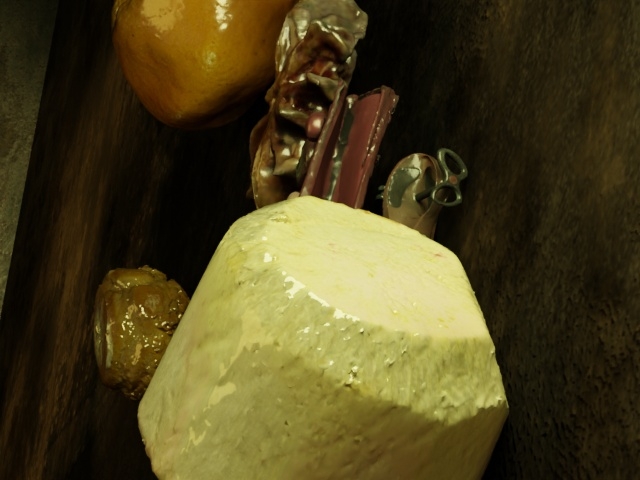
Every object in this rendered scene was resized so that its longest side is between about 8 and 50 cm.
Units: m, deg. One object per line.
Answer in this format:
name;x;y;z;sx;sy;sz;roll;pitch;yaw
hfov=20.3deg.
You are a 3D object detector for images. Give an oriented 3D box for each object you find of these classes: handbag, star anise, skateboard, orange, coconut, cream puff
handbag;-0.003;0.000;1.445;0.203;0.074;0.216;106;179;-54
star anise;-0.009;-0.111;1.637;0.214;0.099;0.220;-79;6;-57
skateboard;0.073;-0.003;1.363;0.080;0.067;0.151;-30;46;56
orange;-0.131;-0.237;1.939;0.249;0.183;0.249;-167;90;-74
coconut;0.000;0.118;1.214;0.239;0.239;0.244;-110;38;-60
cream puff;-0.197;0.104;2.022;0.150;0.115;0.165;116;150;-55
